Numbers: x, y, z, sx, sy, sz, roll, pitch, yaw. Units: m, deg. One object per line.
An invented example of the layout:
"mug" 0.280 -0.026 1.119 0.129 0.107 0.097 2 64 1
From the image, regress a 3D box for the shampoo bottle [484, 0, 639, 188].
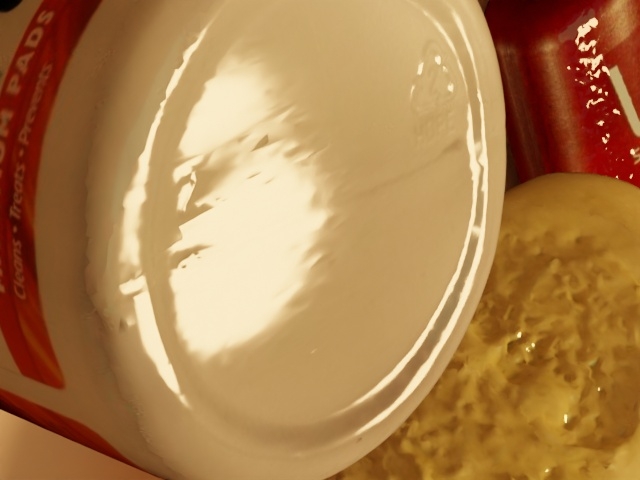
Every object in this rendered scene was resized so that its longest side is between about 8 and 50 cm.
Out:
"shampoo bottle" 0.148 -0.062 0.901 0.118 0.076 0.314 -39 127 -30

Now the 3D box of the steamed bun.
"steamed bun" 0.084 0.110 0.768 0.273 0.166 0.232 -42 159 -28

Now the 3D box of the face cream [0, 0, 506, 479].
"face cream" -0.061 -0.028 0.602 0.201 0.187 0.201 -16 112 -44
